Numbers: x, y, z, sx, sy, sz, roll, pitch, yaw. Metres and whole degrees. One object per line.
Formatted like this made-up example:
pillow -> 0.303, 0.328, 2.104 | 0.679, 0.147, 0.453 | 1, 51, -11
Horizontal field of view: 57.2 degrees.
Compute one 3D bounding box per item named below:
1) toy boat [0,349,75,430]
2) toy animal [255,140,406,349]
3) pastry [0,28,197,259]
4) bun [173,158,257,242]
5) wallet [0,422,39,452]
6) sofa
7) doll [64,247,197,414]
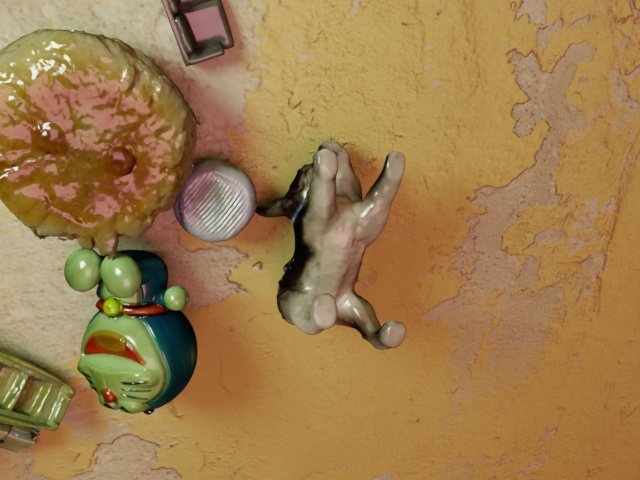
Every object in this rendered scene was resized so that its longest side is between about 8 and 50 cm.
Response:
toy boat -> -0.569, 0.243, 1.012 | 0.276, 0.084, 0.111 | 38, 65, -38
toy animal -> 0.000, 0.000, 1.017 | 0.194, 0.302, 0.344 | 2, 94, -25
pastry -> -0.334, -0.148, 0.856 | 0.329, 0.136, 0.330 | -8, 119, -14
bun -> -0.178, -0.069, 0.989 | 0.140, 0.083, 0.141 | -4, 111, -12
wallet -> -0.609, 0.344, 1.083 | 0.110, 0.039, 0.155 | -28, 131, 37
sofa -> -0.182, -0.336, 0.847 | 0.085, 0.060, 0.147 | -20, 123, -8
doll -> -0.312, 0.156, 1.010 | 0.198, 0.186, 0.322 | 10, 109, 23
